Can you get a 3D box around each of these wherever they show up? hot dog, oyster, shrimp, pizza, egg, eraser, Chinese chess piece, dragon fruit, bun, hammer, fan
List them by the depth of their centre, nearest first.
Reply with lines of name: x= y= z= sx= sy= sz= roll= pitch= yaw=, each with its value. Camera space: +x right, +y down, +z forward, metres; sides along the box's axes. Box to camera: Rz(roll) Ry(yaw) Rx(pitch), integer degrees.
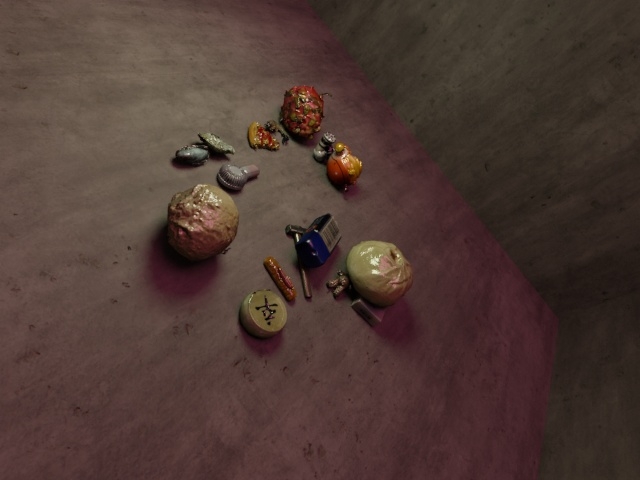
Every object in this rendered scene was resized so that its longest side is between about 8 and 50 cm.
egg: x=-0.431 y=-0.072 z=1.478 sx=0.279 sy=0.279 sz=0.310 roll=32 pitch=33 yaw=-21
Chinese chess piece: x=-0.218 y=0.281 z=1.547 sx=0.188 sy=0.083 sz=0.188 roll=27 pitch=43 yaw=-28
hot dog: x=-0.165 y=0.159 z=1.719 sx=0.066 sy=0.047 sz=0.215 roll=-22 pitch=77 yaw=-52
shrimp: x=-0.537 y=-0.375 z=1.767 sx=0.233 sy=0.079 sz=0.090 roll=-24 pitch=122 yaw=-59
oyster: x=-0.482 y=-0.445 z=1.843 sx=0.125 sy=0.064 sz=0.177 roll=44 pitch=13 yaw=26
hammer: x=-0.084 y=0.094 z=1.857 sx=0.111 sy=0.043 sz=0.365 roll=12 pitch=55 yaw=-39
fan: x=-0.371 y=-0.307 z=1.873 sx=0.130 sy=0.074 sz=0.244 roll=44 pitch=33 yaw=10
eraser: x=0.000 y=0.000 z=1.909 sx=0.155 sy=0.102 sz=0.332 roll=60 pitch=30 yaw=-15
bun: x=0.313 y=0.136 z=1.963 sx=0.364 sy=0.202 sz=0.364 roll=24 pitch=42 yaw=-24
pizza: x=-0.290 y=-0.541 z=2.133 sx=0.199 sy=0.062 sz=0.188 roll=19 pitch=51 yaw=-34
shrimp: x=-0.239 y=-0.602 z=2.210 sx=0.152 sy=0.046 sz=0.219 roll=48 pitch=19 yaw=-4
dragon fruit: x=-0.092 y=-0.725 z=2.316 sx=0.269 sy=0.250 sz=0.291 roll=-7 pitch=80 yaw=-38

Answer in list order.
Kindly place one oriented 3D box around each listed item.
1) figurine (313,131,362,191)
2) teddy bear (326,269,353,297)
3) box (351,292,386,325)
figurine: x=0.110 y=-0.447 z=2.330 sx=0.323 sy=0.196 sz=0.320 roll=49 pitch=-1 yaw=14
teddy bear: x=0.109 y=0.197 z=1.921 sx=0.160 sy=0.078 sz=0.119 roll=-25 pitch=75 yaw=-49
box: x=0.262 y=0.289 z=2.000 sx=0.155 sy=0.067 sz=0.243 roll=42 pitch=39 yaw=-6
